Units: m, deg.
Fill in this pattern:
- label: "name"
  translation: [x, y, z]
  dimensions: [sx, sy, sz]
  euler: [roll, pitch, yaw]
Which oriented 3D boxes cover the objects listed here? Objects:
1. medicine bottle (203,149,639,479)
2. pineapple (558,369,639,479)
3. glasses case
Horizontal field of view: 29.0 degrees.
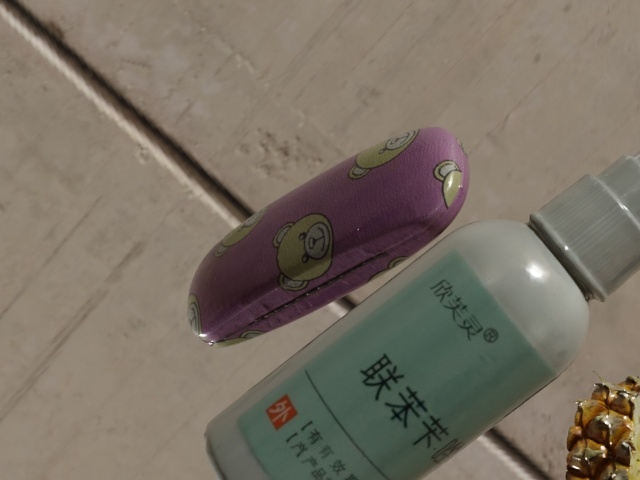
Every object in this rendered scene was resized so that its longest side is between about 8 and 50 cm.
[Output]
- label: "medicine bottle"
  translation: [0.094, 0.053, 0.758]
  dimensions: [0.352, 0.110, 0.110]
  euler: [-38, -83, 6]
- label: "pineapple"
  translation: [0.300, 0.249, 1.280]
  dimensions: [0.080, 0.135, 0.233]
  euler: [-6, -102, 31]
- label: "glasses case"
  translation: [0.000, 0.000, 1.133]
  dimensions: [0.316, 0.123, 0.076]
  euler: [-29, -53, 28]
